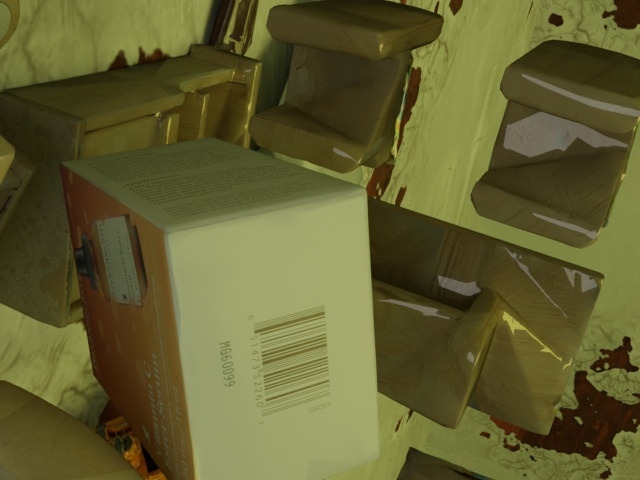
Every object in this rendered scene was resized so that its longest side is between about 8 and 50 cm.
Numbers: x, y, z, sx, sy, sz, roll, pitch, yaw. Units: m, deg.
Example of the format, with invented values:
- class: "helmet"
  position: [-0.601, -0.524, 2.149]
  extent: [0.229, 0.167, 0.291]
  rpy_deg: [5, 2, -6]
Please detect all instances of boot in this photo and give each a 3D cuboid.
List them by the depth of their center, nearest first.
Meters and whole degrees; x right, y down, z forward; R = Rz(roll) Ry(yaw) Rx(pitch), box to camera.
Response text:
- class: "boot"
  position: [-0.062, -0.225, 0.784]
  extent: [0.106, 0.037, 0.114]
  rpy_deg: [-15, 121, -53]

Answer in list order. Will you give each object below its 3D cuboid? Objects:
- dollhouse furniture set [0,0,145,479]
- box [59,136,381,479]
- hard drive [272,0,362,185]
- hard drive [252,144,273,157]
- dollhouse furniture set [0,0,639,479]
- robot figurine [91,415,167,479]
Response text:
- class: "dollhouse furniture set"
  position: [-0.117, 0.092, 0.396]
  extent: [0.303, 0.355, 0.174]
  rpy_deg: [-54, 170, 25]
- class: "box"
  position: [-0.055, 0.029, 0.408]
  extent: [0.091, 0.170, 0.130]
  rpy_deg: [-14, 109, -27]
- class: "hard drive"
  position: [0.005, -0.098, 1.008]
  extent: [0.353, 0.047, 0.233]
  rpy_deg: [83, 20, -59]
- class: "hard drive"
  position: [-0.089, 0.062, 0.998]
  extent: [0.210, 0.040, 0.319]
  rpy_deg: [-57, 158, -36]
- class: "dollhouse furniture set"
  position: [0.000, 0.000, 0.620]
  extent: [0.256, 0.394, 0.362]
  rpy_deg: [-38, 143, -60]
- class: "robot figurine"
  position: [-0.157, 0.254, 0.842]
  extent: [0.211, 0.085, 0.291]
  rpy_deg: [-22, 142, -6]
